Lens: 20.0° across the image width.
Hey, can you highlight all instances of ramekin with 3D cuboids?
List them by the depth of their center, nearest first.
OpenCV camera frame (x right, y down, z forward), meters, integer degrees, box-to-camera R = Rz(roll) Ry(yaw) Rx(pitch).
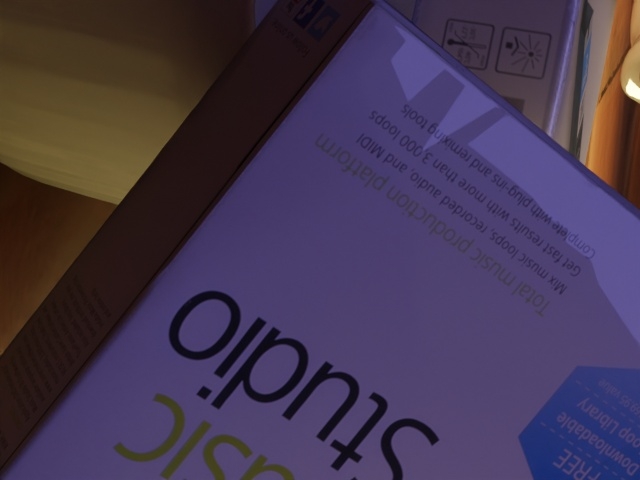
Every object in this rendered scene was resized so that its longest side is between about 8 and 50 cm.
[{"bbox_3d":[-0.036,-0.135,0.677,0.277,0.135,0.277,12,90,-73],"label":"ramekin"}]

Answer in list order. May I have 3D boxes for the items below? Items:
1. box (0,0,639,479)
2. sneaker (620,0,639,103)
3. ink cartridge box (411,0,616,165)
[{"bbox_3d":[-0.011,0.103,0.591,0.322,0.232,0.058,-51,-150,7],"label":"box"},{"bbox_3d":[0.196,-0.144,0.777,0.305,0.114,0.152,71,33,-66],"label":"sneaker"},{"bbox_3d":[0.090,-0.084,0.775,0.261,0.066,0.296,48,53,-74],"label":"ink cartridge box"}]
